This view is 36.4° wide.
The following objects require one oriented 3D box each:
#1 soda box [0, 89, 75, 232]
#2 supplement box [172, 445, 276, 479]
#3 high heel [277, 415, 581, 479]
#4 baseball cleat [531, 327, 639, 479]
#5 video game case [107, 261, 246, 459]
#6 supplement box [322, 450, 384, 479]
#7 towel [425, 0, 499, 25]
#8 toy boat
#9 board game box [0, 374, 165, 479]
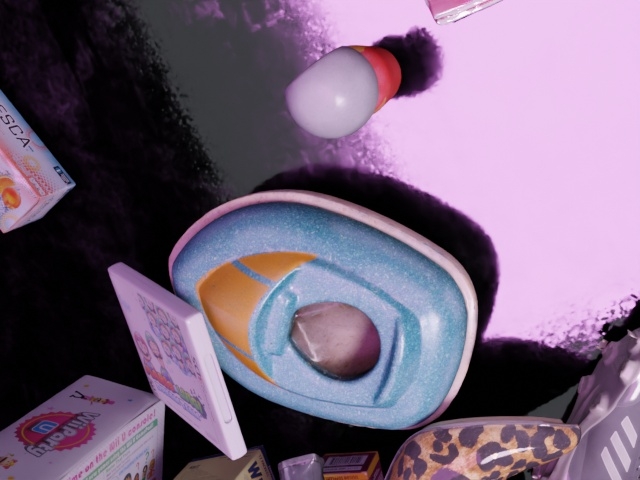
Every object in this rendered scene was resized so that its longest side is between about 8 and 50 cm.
[{"bbox_3d":[-0.314,-0.099,0.896,0.058,0.063,0.183,-38,90,25],"label":"soda box"},{"bbox_3d":[-0.094,0.240,0.907,0.083,0.083,0.056,-16,100,22],"label":"supplement box"},{"bbox_3d":[0.093,0.244,0.768,0.261,0.093,0.186,-17,66,19],"label":"high heel"},{"bbox_3d":[0.244,0.165,0.788,0.109,0.072,0.206,24,116,-4],"label":"baseball cleat"},{"bbox_3d":[-0.127,0.102,0.850,0.157,0.019,0.143,23,135,52],"label":"video game case"},{"bbox_3d":[0.030,0.239,0.886,0.055,0.043,0.083,-9,103,20],"label":"supplement box"},{"bbox_3d":[0.111,-0.276,0.718,0.144,0.029,0.197,-22,97,22],"label":"towel"},{"bbox_3d":[0.000,0.000,0.771,0.268,0.148,0.318,14,110,15],"label":"toy boat"},{"bbox_3d":[-0.244,0.311,0.904,0.098,0.224,0.303,13,109,18],"label":"board game box"}]
